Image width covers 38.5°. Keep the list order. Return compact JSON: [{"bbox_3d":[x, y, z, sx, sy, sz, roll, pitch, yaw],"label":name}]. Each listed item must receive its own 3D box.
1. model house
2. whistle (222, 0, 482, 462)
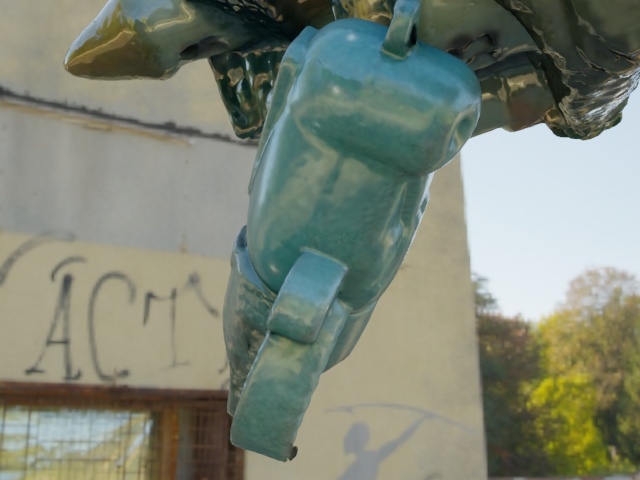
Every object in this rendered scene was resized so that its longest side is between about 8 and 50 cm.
[{"bbox_3d":[0.004,-0.122,0.543,0.325,0.194,0.267,-18,-8,9],"label":"model house"},{"bbox_3d":[0.000,0.000,0.464,0.093,0.186,0.273,24,-50,5],"label":"whistle"}]
